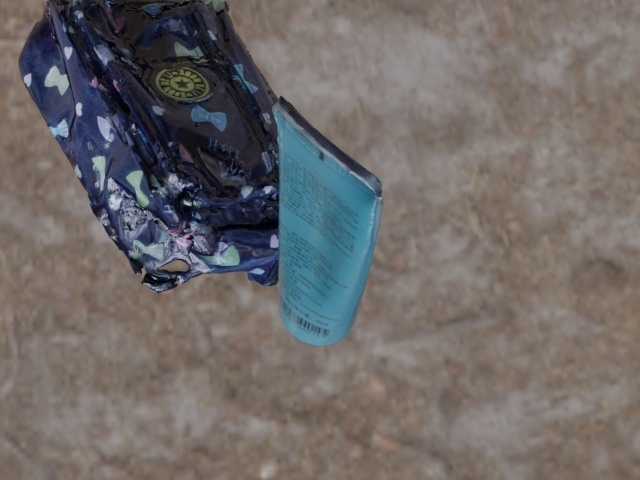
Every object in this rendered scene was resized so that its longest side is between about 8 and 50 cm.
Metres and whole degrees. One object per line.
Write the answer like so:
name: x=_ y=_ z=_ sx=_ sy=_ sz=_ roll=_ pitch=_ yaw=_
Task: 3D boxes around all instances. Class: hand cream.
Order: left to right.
hand cream: x=0.000 y=0.000 z=1.041 sx=0.048 sy=0.083 sz=0.224 roll=-40 pitch=160 yaw=-21

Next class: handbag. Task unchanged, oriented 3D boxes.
handbag: x=-0.101 y=-0.085 z=1.276 sx=0.162 sy=0.260 sz=0.113 roll=-7 pitch=146 yaw=-39
